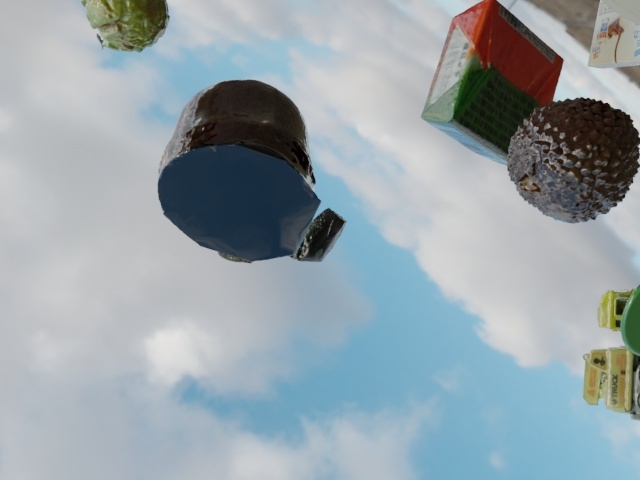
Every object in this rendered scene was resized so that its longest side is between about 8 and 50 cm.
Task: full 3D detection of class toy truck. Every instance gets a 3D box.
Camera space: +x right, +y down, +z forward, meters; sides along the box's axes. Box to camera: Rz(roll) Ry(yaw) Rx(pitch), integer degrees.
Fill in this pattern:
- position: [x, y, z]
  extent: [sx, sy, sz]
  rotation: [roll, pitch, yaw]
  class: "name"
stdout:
- position: [0.634, 0.231, 1.388]
  extent: [0.156, 0.273, 0.124]
  rotation: [3, 180, 21]
  class: "toy truck"

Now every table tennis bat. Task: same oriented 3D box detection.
- position: [0.611, 0.088, 1.170]
  extent: [0.160, 0.257, 0.039]
  rotation: [3, -161, -20]
  class: "table tennis bat"

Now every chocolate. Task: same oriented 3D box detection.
- position: [0.466, -0.407, 1.792]
  extent: [0.360, 0.342, 0.161]
  rotation: [22, 175, -37]
  class: "chocolate"
- position: [-0.172, -0.192, 1.549]
  extent: [0.383, 0.383, 0.332]
  rotation: [28, -135, -19]
  class: "chocolate"

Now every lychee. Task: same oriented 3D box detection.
- position: [0.515, -0.169, 1.328]
  extent: [0.267, 0.267, 0.268]
  rotation: [29, -153, -17]
  class: "lychee"

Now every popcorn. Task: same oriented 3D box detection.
- position: [-0.420, -0.497, 1.418]
  extent: [0.197, 0.198, 0.212]
  rotation: [8, -159, -45]
  class: "popcorn"

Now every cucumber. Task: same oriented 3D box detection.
- position: [0.000, 0.000, 2.007]
  extent: [0.115, 0.193, 0.086]
  rotation: [35, -176, -28]
  class: "cucumber"

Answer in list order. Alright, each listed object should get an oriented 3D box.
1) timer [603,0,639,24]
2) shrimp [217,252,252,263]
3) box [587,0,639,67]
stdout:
- position: [0.460, -0.405, 0.779]
  extent: [0.175, 0.266, 0.175]
  rotation: [43, 176, 4]
  class: "timer"
- position: [-0.251, 0.041, 1.955]
  extent: [0.114, 0.083, 0.023]
  rotation: [14, -119, 3]
  class: "shrimp"
- position: [0.684, -0.508, 1.409]
  extent: [0.048, 0.265, 0.273]
  rotation: [6, -169, -12]
  class: "box"
